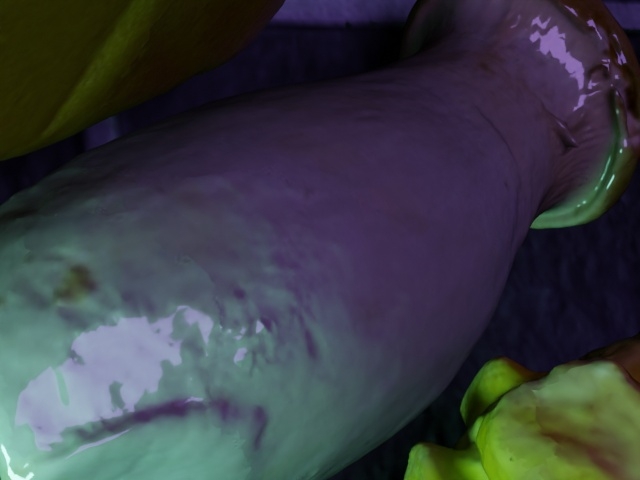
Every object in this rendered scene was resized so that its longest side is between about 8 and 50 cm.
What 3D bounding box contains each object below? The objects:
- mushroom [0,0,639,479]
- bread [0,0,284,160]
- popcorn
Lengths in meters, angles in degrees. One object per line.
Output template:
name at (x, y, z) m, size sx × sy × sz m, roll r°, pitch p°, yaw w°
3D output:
mushroom at (0.000, 0.000, 0.651) m, size 0.350 × 0.128 × 0.128 m, roll -37°, pitch 101°, yaw -48°
bread at (-0.117, -0.070, 0.533) m, size 0.077 × 0.138 × 0.361 m, roll 44°, pitch 38°, yaw 13°
popcorn at (0.107, 0.105, 0.702) m, size 0.167 × 0.148 × 0.152 m, roll 31°, pitch 91°, yaw -43°
